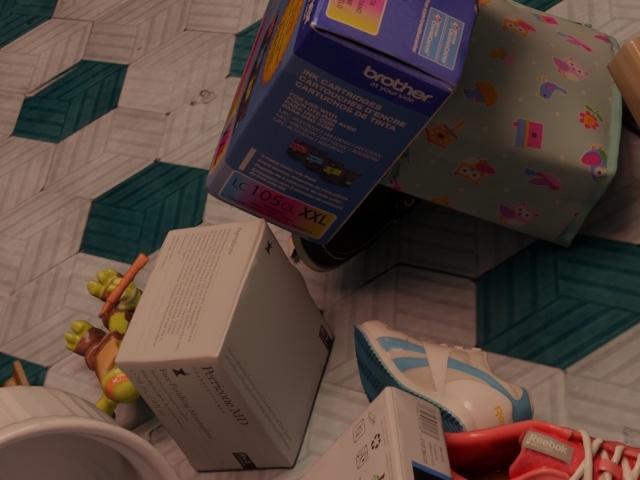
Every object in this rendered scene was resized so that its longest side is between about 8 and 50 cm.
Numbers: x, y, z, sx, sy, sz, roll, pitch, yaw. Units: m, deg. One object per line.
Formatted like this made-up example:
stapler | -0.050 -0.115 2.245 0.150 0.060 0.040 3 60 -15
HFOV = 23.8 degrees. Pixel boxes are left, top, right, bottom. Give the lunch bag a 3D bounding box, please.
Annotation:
lunch bag | 0.195 -0.152 1.584 0.223 0.160 0.262 18 50 -4

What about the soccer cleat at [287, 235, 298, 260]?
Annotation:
soccer cleat | 0.000 0.000 1.710 0.083 0.029 0.035 -15 49 23

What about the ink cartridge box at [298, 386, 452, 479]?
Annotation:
ink cartridge box | -0.008 0.289 1.285 0.332 0.065 0.165 -48 29 30

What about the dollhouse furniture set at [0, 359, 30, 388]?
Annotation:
dollhouse furniture set | -0.388 0.228 1.599 0.198 0.151 0.301 -33 38 -4

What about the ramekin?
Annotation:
ramekin | -0.268 0.267 1.391 0.277 0.277 0.135 -38 31 -11

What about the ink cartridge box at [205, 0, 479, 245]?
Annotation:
ink cartridge box | 0.042 -0.209 1.454 0.395 0.151 0.270 -47 23 57

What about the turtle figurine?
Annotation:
turtle figurine | -0.214 0.111 1.620 0.087 0.269 0.217 8 19 -17

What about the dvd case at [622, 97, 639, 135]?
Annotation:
dvd case | 0.439 -0.167 1.621 0.221 0.018 0.164 -32 37 -1

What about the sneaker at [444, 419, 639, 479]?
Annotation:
sneaker | 0.218 0.210 1.244 0.314 0.136 0.116 -5 45 29

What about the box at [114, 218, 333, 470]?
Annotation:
box | -0.090 0.106 1.520 0.119 0.181 0.182 -7 44 26

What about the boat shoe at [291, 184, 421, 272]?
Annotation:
boat shoe | 0.090 -0.098 1.681 0.113 0.127 0.340 -6 33 44

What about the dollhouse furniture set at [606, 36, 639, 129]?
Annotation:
dollhouse furniture set | 0.448 -0.196 1.303 0.257 0.394 0.362 -24 79 -13

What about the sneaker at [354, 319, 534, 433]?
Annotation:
sneaker | 0.109 0.137 1.450 0.092 0.087 0.229 -21 31 -23
